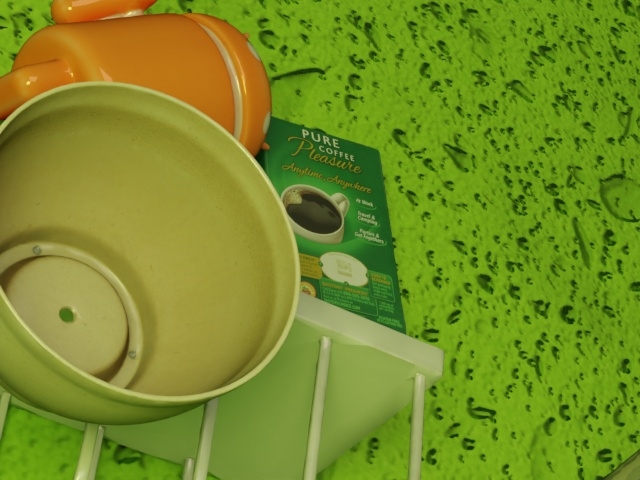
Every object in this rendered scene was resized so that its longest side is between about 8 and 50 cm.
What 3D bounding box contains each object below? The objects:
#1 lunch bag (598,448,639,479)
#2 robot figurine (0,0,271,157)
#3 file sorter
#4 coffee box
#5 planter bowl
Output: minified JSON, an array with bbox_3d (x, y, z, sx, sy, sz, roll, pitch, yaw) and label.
[{"bbox_3d":[0.195,0.249,0.949,0.212,0.305,0.256,23,49,-23],"label":"lunch bag"},{"bbox_3d":[-0.125,-0.093,1.094,0.219,0.128,0.158,-12,50,-42],"label":"robot figurine"},{"bbox_3d":[-0.100,0.128,0.902,0.277,0.193,0.173,23,50,-22],"label":"file sorter"},{"bbox_3d":[0.000,0.000,1.181,0.113,0.040,0.184,14,52,-30],"label":"coffee box"},{"bbox_3d":[-0.105,0.020,0.763,0.162,0.109,0.162,16,56,-25],"label":"planter bowl"}]
